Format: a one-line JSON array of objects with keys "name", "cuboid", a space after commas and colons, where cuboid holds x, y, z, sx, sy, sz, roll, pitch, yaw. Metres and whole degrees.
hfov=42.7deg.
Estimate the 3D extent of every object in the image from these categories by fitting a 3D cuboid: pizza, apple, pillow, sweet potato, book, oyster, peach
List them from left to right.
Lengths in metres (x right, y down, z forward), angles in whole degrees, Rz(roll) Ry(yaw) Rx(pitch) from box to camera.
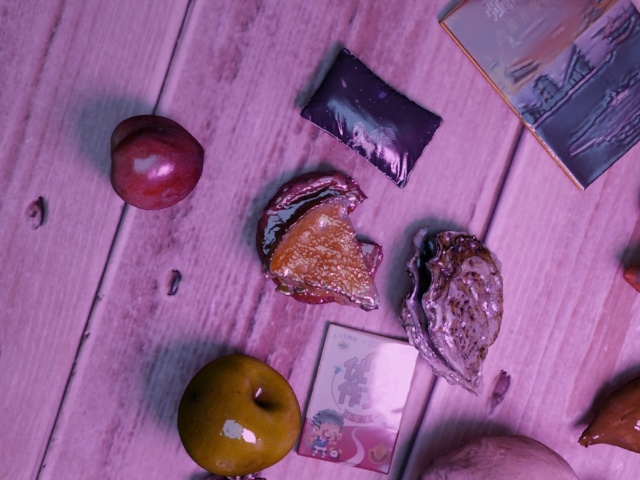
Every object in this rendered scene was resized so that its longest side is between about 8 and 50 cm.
[{"name": "peach", "cuboid": [-0.251, -0.126, 1.260, 0.152, 0.152, 0.152, 0, 95, -4]}, {"name": "apple", "cuboid": [-0.131, 0.277, 1.282, 0.196, 0.196, 0.157, 39, 114, -7]}, {"name": "pizza", "cuboid": [0.020, 0.040, 1.283, 0.195, 0.052, 0.185, 44, 83, -1]}, {"name": "book", "cuboid": [0.065, 0.267, 1.376, 0.162, 0.022, 0.232, 14, 95, -6]}, {"name": "pillow", "cuboid": [0.084, -0.196, 1.320, 0.208, 0.055, 0.141, 33, 84, -8]}, {"name": "oyster", "cuboid": [0.211, 0.116, 1.341, 0.198, 0.112, 0.268, 9, 86, -26]}, {"name": "book", "cuboid": [0.412, -0.304, 1.349, 0.262, 0.028, 0.374, -42, 97, 2]}, {"name": "sweet potato", "cuboid": [0.610, 0.276, 1.358, 0.369, 0.158, 0.158, -5, 96, 1]}]

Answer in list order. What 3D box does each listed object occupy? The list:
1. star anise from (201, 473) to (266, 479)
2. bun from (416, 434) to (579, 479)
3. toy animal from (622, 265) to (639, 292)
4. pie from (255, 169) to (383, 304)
[{"name": "star anise", "cuboid": [-0.150, 0.403, 1.354, 0.129, 0.056, 0.124, 2, 96, -5]}, {"name": "bun", "cuboid": [0.261, 0.425, 1.307, 0.281, 0.204, 0.282, -20, 122, -37]}, {"name": "toy animal", "cuboid": [0.649, -0.049, 1.314, 0.191, 0.216, 0.338, 20, 90, -33]}, {"name": "pie", "cuboid": [0.000, 0.000, 1.330, 0.204, 0.054, 0.219, -31, 97, -1]}]
